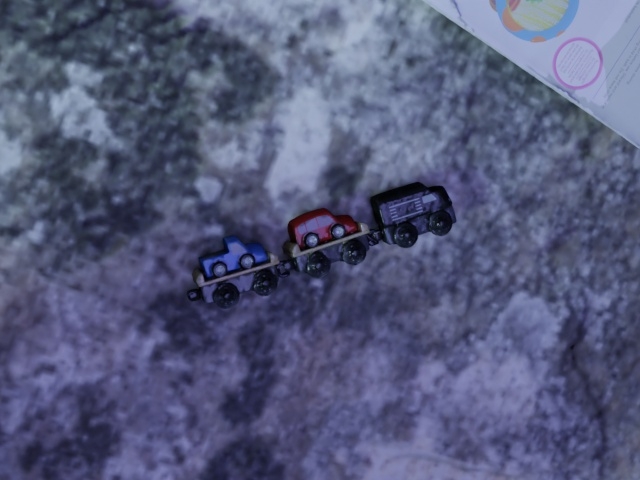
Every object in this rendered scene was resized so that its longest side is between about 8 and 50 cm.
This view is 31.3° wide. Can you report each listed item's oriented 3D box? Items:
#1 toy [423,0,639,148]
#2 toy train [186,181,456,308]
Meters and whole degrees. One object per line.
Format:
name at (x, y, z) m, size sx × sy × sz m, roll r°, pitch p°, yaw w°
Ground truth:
toy at (0.120, -0.165, 0.621) m, size 0.237 × 0.056 × 0.137 m, roll 32°, pitch 94°, yaw -14°
toy train at (0.000, 0.000, 0.632) m, size 0.158 × 0.027 × 0.036 m, roll -19°, pitch 101°, yaw -12°
